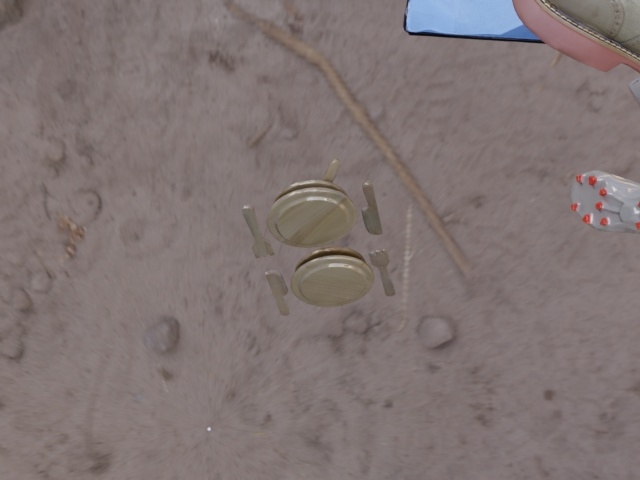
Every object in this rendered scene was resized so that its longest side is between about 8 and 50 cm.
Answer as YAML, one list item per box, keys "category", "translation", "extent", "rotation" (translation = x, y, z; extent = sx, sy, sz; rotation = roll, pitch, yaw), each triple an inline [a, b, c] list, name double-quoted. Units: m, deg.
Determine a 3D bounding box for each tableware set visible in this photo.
- category: "tableware set"
  translation: [0.000, 0.000, 1.266]
  extent: [0.128, 0.194, 0.039]
  rotation: [-11, 52, 5]

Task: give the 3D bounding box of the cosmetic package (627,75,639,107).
- category: "cosmetic package"
  translation: [0.450, -0.092, 1.482]
  extent: [0.060, 0.099, 0.239]
  rotation: [-35, 116, 14]

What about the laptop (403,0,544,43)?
- category: "laptop"
  translation: [0.275, -0.451, 1.423]
  extent: [0.381, 0.408, 0.236]
  rotation: [6, 53, 19]

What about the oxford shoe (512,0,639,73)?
- category: "oxford shoe"
  translation: [0.403, -0.223, 1.303]
  extent: [0.397, 0.146, 0.140]
  rotation: [16, 49, -13]

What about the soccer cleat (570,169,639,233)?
- category: "soccer cleat"
  translation: [0.361, -0.037, 1.455]
  extent: [0.076, 0.196, 0.068]
  rotation: [3, 101, -27]
